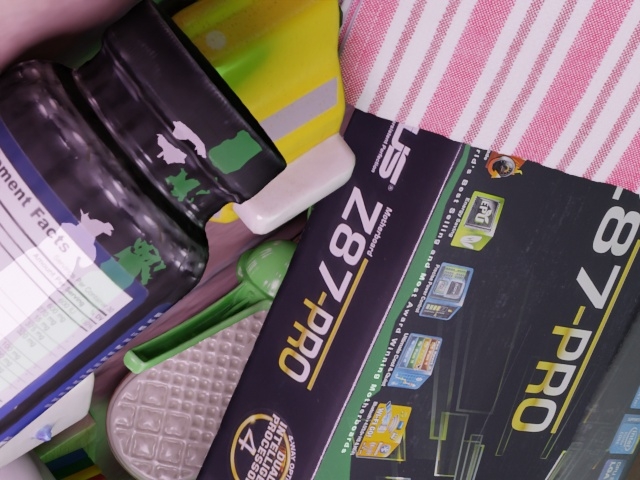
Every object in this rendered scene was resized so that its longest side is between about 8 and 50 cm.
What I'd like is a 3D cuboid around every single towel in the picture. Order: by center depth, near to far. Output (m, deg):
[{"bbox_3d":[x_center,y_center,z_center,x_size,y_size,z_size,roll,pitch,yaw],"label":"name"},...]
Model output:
[{"bbox_3d":[0.106,-0.102,0.916,0.144,0.197,0.029,115,-10,-48],"label":"towel"}]

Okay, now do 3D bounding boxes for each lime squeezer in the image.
[{"bbox_3d":[0.000,0.000,1.138,0.310,0.059,0.110,-41,180,-21],"label":"lime squeezer"}]

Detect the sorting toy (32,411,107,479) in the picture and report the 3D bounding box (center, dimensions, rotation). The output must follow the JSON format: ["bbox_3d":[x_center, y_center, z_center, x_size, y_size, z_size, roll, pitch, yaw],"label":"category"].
[{"bbox_3d":[-0.205,0.188,1.275,0.132,0.046,0.274,-32,163,-21],"label":"sorting toy"}]

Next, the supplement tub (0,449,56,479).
[{"bbox_3d":[-0.257,0.286,1.083,0.316,0.228,0.228,-33,164,-8],"label":"supplement tub"}]

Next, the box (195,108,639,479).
[{"bbox_3d":[0.093,0.084,1.149,0.318,0.097,0.395,11,106,-49],"label":"box"}]

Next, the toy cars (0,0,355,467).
[{"bbox_3d":[-0.098,0.016,0.946,0.394,0.087,0.176,-45,163,25],"label":"toy cars"}]

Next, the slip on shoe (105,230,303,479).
[{"bbox_3d":[0.000,0.058,1.262,0.331,0.123,0.101,-33,179,-8],"label":"slip on shoe"}]

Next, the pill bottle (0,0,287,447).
[{"bbox_3d":[-0.126,0.002,0.778,0.219,0.123,0.123,-39,165,3],"label":"pill bottle"}]
